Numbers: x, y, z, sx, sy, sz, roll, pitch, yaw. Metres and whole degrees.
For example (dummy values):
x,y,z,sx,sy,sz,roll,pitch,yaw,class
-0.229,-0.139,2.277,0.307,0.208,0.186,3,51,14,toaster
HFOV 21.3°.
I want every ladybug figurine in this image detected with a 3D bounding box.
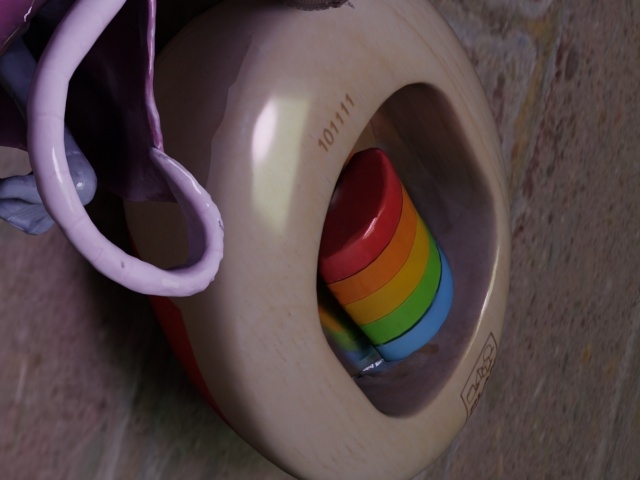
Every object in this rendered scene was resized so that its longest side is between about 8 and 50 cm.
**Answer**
x,y,z,sx,sy,sz,roll,pitch,yaw,class
0.000,0.000,1.133,0.305,0.162,0.449,-61,148,-24,ladybug figurine

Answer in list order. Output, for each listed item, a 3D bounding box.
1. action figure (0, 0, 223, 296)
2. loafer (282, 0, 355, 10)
x,y,z,sx,sy,sz,roll,pitch,yaw,class
-0.110,-0.204,0.763,0.370,0.276,0.248,-58,143,-2,action figure
0.007,-0.261,1.016,0.366,0.134,0.130,-71,179,-50,loafer
